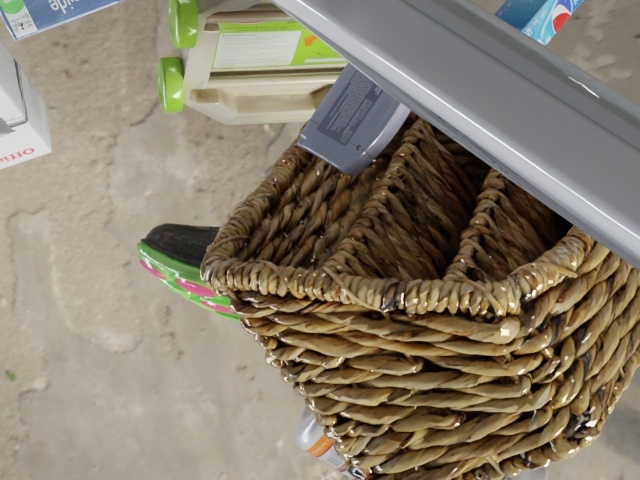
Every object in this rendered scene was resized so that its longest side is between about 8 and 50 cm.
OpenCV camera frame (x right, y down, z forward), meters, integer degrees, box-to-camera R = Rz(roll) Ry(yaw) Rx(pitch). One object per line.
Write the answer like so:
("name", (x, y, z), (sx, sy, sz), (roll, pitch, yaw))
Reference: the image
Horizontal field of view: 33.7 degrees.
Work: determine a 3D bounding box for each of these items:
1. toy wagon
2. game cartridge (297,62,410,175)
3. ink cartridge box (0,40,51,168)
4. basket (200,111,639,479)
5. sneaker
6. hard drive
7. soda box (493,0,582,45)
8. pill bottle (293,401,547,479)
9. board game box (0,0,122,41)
("toy wagon", (-0.012, -0.210, 1.009), (0.344, 0.267, 0.068), (119, 143, -63))
("game cartridge", (0.027, -0.083, 0.661), (0.056, 0.017, 0.083), (35, 90, 41))
("ink cartridge box", (-0.299, -0.113, 0.864), (0.109, 0.150, 0.063), (-18, 65, 1))
("basket", (0.097, -0.003, 0.737), (0.213, 0.299, 0.223), (-27, 105, 32))
("sneaker", (0.000, 0.000, 1.355), (0.483, 0.185, 0.202), (-3, 66, 15))
("hard drive", (0.119, -0.017, 0.410), (0.307, 0.203, 0.040), (38, 98, 24))
("soda box", (0.349, -0.372, 1.679), (0.071, 0.210, 0.067), (17, 145, 38))
("pill bottle", (0.095, 0.195, 1.003), (0.221, 0.121, 0.121), (32, 116, -5))
("board game box", (-0.057, -0.168, 0.552), (0.201, 0.136, 0.035), (-12, 113, 27))
